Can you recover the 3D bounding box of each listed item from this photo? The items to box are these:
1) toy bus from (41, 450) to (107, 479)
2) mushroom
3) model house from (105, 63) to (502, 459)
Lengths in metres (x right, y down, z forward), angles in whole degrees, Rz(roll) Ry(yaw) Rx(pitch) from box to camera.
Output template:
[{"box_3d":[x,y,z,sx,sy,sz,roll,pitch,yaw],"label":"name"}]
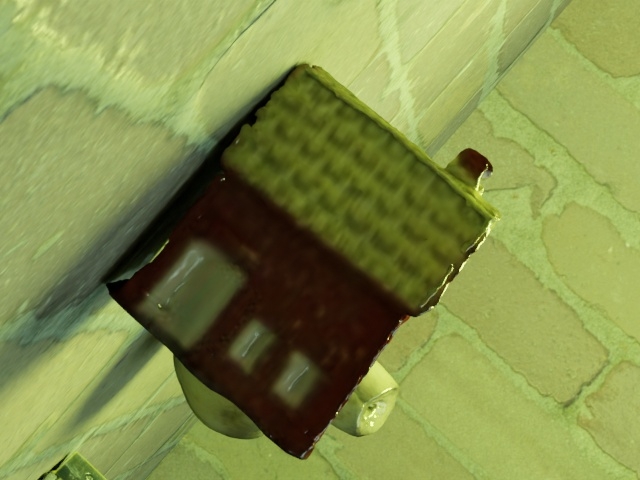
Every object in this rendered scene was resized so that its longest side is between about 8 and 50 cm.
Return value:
[{"box_3d":[-0.307,0.312,1.785,0.074,0.081,0.226,-45,-179,35],"label":"toy bus"},{"box_3d":[-0.018,0.103,1.719,0.254,0.234,0.260,-50,176,-20],"label":"mushroom"},{"box_3d":[0.000,0.000,1.259,0.254,0.196,0.160,-50,176,5],"label":"model house"}]
